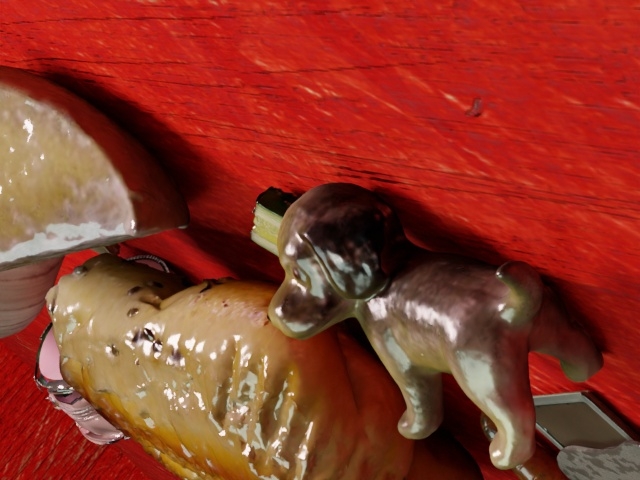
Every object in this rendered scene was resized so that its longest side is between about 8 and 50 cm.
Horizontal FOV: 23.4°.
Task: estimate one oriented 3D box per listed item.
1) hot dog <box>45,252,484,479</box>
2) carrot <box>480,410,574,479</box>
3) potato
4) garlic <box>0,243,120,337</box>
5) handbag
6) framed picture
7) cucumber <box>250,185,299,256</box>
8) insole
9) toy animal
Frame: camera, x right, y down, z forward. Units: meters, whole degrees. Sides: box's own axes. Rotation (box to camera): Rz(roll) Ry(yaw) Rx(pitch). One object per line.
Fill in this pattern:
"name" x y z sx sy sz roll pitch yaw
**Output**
"hot dog" -0.028 0.162 1.394 0.367 0.196 0.365 43 167 -31
"carrot" 0.200 0.202 1.251 0.191 0.047 0.047 42 165 7
"potato" -0.228 -0.082 1.360 0.264 0.211 0.189 -12 91 29
"garlic" -0.322 -0.011 1.650 0.253 0.245 0.245 2 -167 -40
"handbag" -0.214 0.119 1.684 0.116 0.205 0.179 51 -166 -35
"framed picture" 0.231 0.172 1.146 0.183 0.011 0.142 42 164 -6
"cucumber" 0.000 0.000 1.159 0.107 0.035 0.067 31 152 11
"insole" 0.219 0.170 1.135 0.065 0.006 0.193 41 164 1
"toy animal" 0.069 0.052 1.012 0.233 0.121 0.169 17 142 47
